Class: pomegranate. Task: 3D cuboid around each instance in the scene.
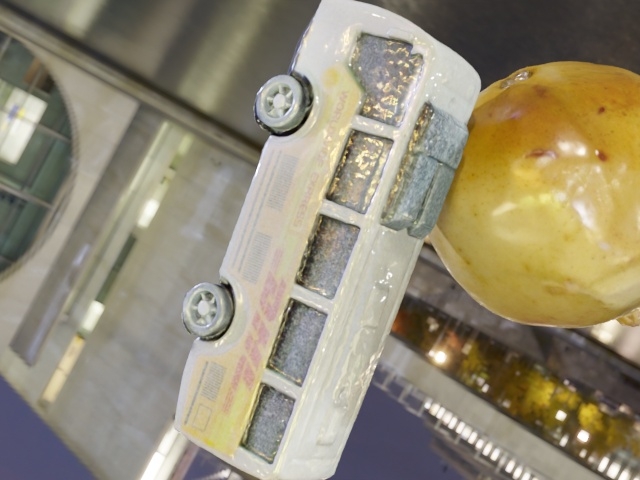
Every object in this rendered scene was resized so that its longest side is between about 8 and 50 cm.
[{"bbox_3d":[0.198,-0.038,0.759,0.233,0.233,0.233,28,-179,0],"label":"pomegranate"}]

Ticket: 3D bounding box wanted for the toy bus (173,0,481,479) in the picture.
[{"bbox_3d":[0.000,0.000,0.693,0.138,0.342,0.097,23,-177,35],"label":"toy bus"}]
